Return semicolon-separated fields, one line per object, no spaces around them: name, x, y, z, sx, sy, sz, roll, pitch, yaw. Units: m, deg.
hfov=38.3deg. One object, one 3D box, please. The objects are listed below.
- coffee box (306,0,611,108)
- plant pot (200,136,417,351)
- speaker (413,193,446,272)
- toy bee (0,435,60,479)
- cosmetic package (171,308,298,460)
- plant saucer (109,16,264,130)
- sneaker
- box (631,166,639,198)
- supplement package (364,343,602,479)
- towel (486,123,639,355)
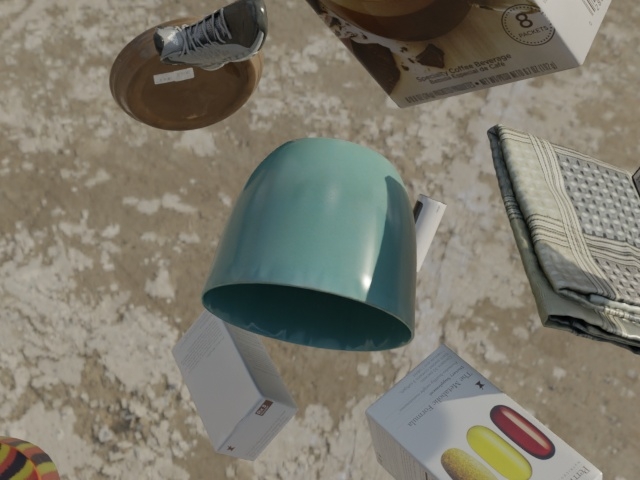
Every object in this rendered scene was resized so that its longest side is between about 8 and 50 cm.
coffee box;0.042;-0.236;0.588;0.168;0.297;0.119;-6;48;50
plant pot;0.000;0.000;1.277;0.292;0.293;0.235;9;70;3
speaker;0.178;-0.012;1.664;0.055;0.055;0.136;24;97;14
toy bee;-0.294;0.354;1.022;0.162;0.298;0.195;-14;12;4
cosmetic package;-0.134;0.210;1.402;0.085;0.117;0.231;27;19;-41
plant saucer;-0.231;-0.282;1.628;0.277;0.278;0.041;-10;60;-13
sneaker;-0.180;-0.304;1.391;0.132;0.228;0.086;-8;86;-32
box;0.397;-0.011;0.919;0.162;0.029;0.116;18;40;-16
supplement package;0.188;0.265;1.081;0.139;0.134;0.244;-38;52;-19
towel;0.362;0.005;1.125;0.312;0.056;0.324;18;44;-25
